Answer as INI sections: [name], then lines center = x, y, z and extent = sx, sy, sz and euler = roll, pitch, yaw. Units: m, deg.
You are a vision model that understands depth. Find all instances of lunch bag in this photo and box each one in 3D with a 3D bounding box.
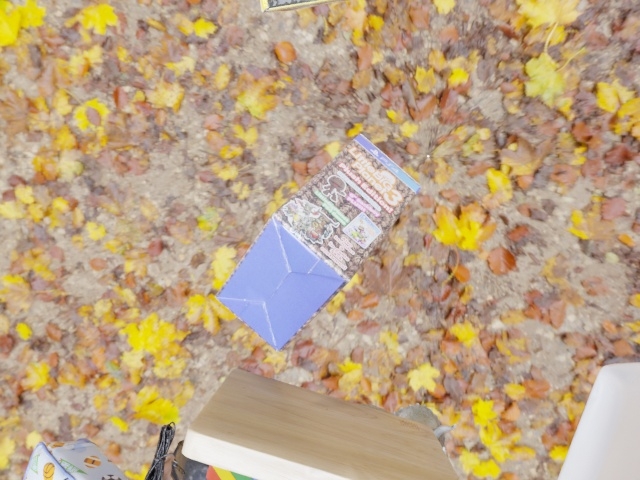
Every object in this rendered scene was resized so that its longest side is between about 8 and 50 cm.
[lunch bag]
center = -0.424, 0.498, 1.053
extent = 0.303, 0.115, 0.243
euler = 22, 94, 41

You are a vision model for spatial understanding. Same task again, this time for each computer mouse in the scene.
[computer mouse]
center = -0.300, 0.519, 1.313
extent = 0.262, 0.060, 0.184
euler = 16, 88, 41

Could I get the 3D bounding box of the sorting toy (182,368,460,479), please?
[sorting toy]
center = 0.000, 0.236, 0.639
extent = 0.257, 0.255, 0.089
euler = 17, 90, 1

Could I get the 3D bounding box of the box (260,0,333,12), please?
[box]
center = 0.084, -0.355, 0.531
extent = 0.321, 0.079, 0.257
euler = 0, 110, 21

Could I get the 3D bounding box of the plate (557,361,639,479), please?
[plate]
center = 0.350, 0.263, 0.673
extent = 0.045, 0.278, 0.277
euler = 27, 75, 2

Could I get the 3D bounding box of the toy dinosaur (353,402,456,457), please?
[toy dinosaur]
center = 0.073, 0.306, 0.925
extent = 0.313, 0.121, 0.160
euler = 2, 99, 36

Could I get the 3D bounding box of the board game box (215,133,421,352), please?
[board game box]
center = 0.000, 0.000, 1.005
extent = 0.141, 0.291, 0.232
euler = 41, 134, 1
